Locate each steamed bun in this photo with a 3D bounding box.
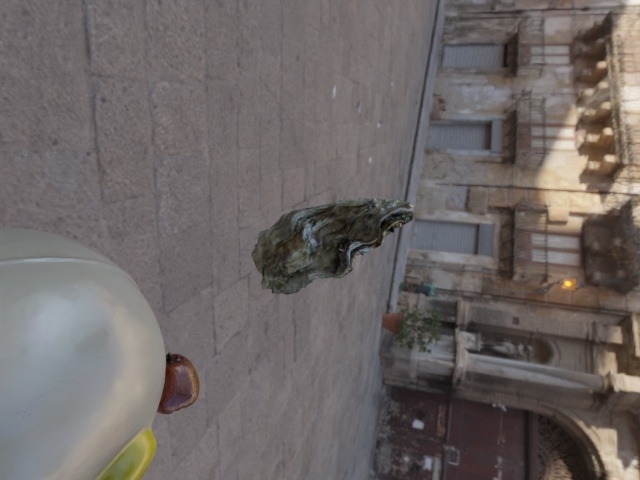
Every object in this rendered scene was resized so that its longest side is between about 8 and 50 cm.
[{"bbox_3d":[-0.336,0.160,0.428,0.373,0.334,0.334,-55,179,26],"label":"steamed bun"}]

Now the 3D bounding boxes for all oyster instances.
[{"bbox_3d":[0.000,0.000,0.370,0.125,0.178,0.064,-21,91,-66],"label":"oyster"}]

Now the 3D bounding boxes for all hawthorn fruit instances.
[{"bbox_3d":[-0.202,0.194,0.575,0.077,0.077,0.077,7,90,-76],"label":"hawthorn fruit"}]
